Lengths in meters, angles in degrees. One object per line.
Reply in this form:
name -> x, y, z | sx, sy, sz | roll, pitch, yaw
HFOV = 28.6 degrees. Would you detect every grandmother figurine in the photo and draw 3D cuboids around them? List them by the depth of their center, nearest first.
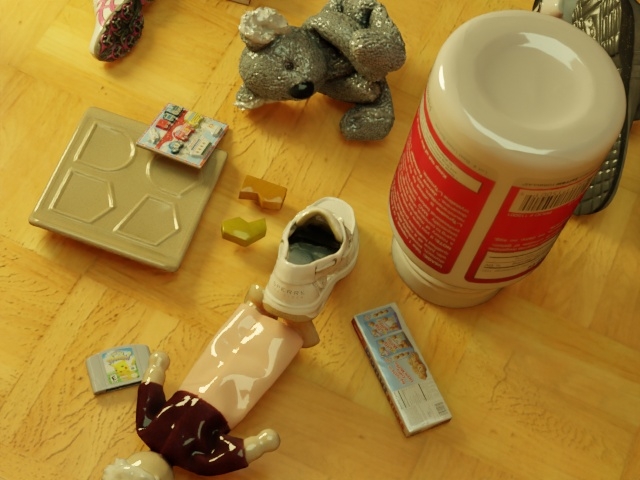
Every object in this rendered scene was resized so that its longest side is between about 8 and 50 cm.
grandmother figurine -> -0.141, 0.214, 1.548 | 0.208, 0.104, 0.342 | 23, 59, 34

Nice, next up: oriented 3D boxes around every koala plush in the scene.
koala plush -> -0.018, -0.256, 1.795 | 0.221, 0.196, 0.203 | -10, 51, -14

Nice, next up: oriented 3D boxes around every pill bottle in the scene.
pill bottle -> 0.212, -0.080, 1.589 | 0.229, 0.407, 0.229 | 4, 60, -7

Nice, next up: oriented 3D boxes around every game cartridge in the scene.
game cartridge -> -0.255, 0.162, 1.602 | 0.083, 0.017, 0.056 | -13, 59, -16

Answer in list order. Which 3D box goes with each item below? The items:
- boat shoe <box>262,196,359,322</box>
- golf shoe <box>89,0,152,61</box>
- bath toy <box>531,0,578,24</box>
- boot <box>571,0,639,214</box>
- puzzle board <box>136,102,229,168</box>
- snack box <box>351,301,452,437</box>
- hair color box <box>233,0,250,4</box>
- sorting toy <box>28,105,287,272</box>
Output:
boat shoe -> 0.000, 0.000, 1.637 | 0.098, 0.096, 0.277 | 15, 30, 5
golf shoe -> -0.303, -0.339, 1.868 | 0.086, 0.067, 0.186 | 4, 59, 30
bath toy -> 0.326, -0.265, 1.882 | 0.151, 0.129, 0.348 | 48, 63, -18
boot -> 0.462, -0.192, 1.851 | 0.223, 0.118, 0.338 | 8, 92, -44
puzzle board -> -0.192, -0.150, 1.767 | 0.096, 0.011, 0.128 | 20, 36, 4
snack box -> 0.105, 0.168, 1.651 | 0.064, 0.022, 0.178 | -17, 64, -17
hair color box -> -0.179, -0.427, 1.913 | 0.167, 0.093, 0.053 | 14, 58, -1
sorting toy -> -0.215, -0.054, 1.725 | 0.307, 0.041, 0.229 | 19, 54, 2
